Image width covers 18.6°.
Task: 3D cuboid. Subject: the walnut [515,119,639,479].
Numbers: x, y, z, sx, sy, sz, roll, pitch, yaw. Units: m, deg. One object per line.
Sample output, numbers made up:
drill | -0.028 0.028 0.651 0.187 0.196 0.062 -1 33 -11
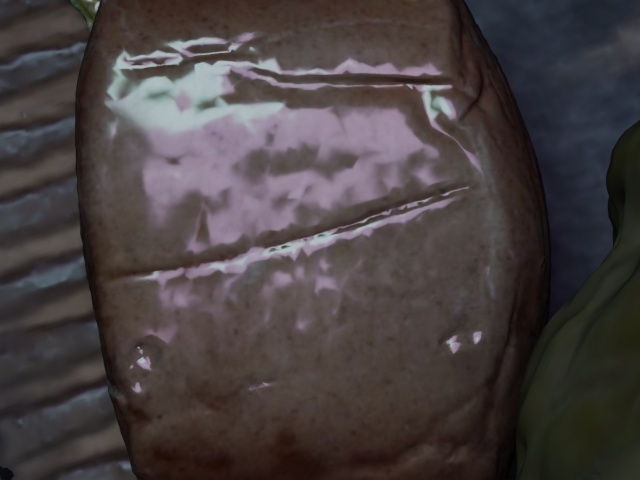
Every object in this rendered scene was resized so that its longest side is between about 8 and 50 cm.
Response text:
walnut | 0.169 0.058 0.521 0.248 0.248 0.248 -2 77 8

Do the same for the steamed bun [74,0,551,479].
steamed bun | 0.000 0.000 0.625 0.145 0.106 0.175 -4 90 2

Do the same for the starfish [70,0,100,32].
starfish | -0.101 -0.144 0.706 0.223 0.050 0.217 -33 82 5
